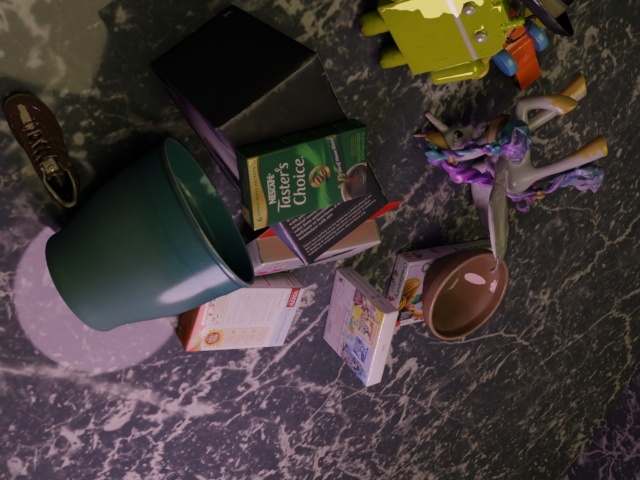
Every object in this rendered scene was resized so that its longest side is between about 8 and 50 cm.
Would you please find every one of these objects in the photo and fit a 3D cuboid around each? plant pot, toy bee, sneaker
[{"bbox_3d":[0.321,0.110,1.593,0.237,0.110,0.237,-18,127,-26],"label":"plant pot"},{"bbox_3d":[-0.284,0.014,1.087,0.255,0.271,0.271,-29,134,4],"label":"plant pot"},{"bbox_3d":[0.371,-0.420,1.320,0.195,0.162,0.298,-32,161,-10],"label":"toy bee"},{"bbox_3d":[-0.410,-0.133,1.013,0.066,0.071,0.188,-29,133,-15],"label":"sneaker"}]

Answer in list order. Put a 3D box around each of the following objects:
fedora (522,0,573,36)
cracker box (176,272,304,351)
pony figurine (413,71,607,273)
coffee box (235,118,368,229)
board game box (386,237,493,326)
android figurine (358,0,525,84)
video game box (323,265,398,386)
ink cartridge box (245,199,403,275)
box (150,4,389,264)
[{"bbox_3d":[0.387,-0.509,1.118,0.334,0.334,0.152,20,137,-42],"label":"fedora"},{"bbox_3d":[-0.164,0.145,1.383,0.232,0.067,0.155,4,119,-36],"label":"cracker box"},{"bbox_3d":[0.412,-0.150,1.435,0.363,0.303,0.351,-16,110,9],"label":"pony figurine"},{"bbox_3d":[-0.021,-0.091,0.916,0.184,0.040,0.113,-17,127,-24],"label":"coffee box"},{"bbox_3d":[0.308,0.104,1.693,0.305,0.053,0.193,-9,124,-30],"label":"board game box"},{"bbox_3d":[0.211,-0.375,1.165,0.248,0.273,0.056,50,46,-45],"label":"android figurine"},{"bbox_3d":[0.086,0.190,1.505,0.048,0.187,0.205,-9,125,-30],"label":"video game box"},{"bbox_3d":[0.000,0.000,1.302,0.275,0.239,0.060,-10,81,-29],"label":"ink cartridge box"},{"bbox_3d":[-0.083,-0.170,1.056,0.183,0.296,0.294,-37,132,-7],"label":"box"}]
